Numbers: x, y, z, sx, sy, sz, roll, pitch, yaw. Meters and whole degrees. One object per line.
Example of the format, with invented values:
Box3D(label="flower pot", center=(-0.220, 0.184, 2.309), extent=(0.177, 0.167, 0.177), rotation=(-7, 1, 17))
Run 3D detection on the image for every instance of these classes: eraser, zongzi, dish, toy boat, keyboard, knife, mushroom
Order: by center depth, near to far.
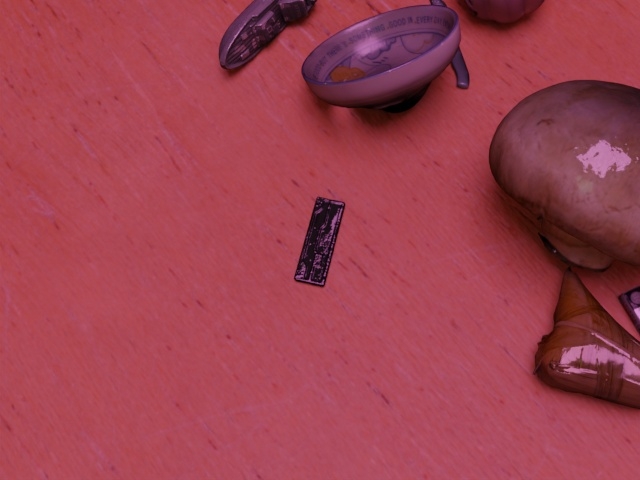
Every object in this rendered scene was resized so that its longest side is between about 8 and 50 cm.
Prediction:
Box3D(label="zongzi", center=(0.432, 0.144, 1.228), extent=(0.194, 0.099, 0.197), rotation=(17, 62, 10))
Box3D(label="mushroom", center=(0.426, -0.098, 1.234), extent=(0.352, 0.260, 0.352), rotation=(13, 33, -9))
Box3D(label="eraser", center=(0.513, 0.126, 1.261), extent=(0.052, 0.029, 0.122), rotation=(-23, 68, -7))
Box3D(label="keyboard", center=(0.000, 0.000, 1.350), extent=(0.053, 0.010, 0.155), rotation=(13, 68, 7))
Box3D(label="dish", center=(0.116, -0.279, 1.395), extent=(0.273, 0.134, 0.273), rotation=(-17, 31, 10))
Box3D(label="toy boat", center=(-0.091, -0.399, 1.484), extent=(0.085, 0.078, 0.260), rotation=(31, 69, 30))
Box3D(label="knife", center=(0.235, -0.364, 1.488), extent=(0.028, 0.015, 0.210), rotation=(-14, 67, 3))

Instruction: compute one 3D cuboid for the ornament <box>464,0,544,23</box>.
Box3D(label="ornament", center=(0.326, -0.474, 1.462), extent=(0.177, 0.177, 0.177), rotation=(-1, 67, 2))
